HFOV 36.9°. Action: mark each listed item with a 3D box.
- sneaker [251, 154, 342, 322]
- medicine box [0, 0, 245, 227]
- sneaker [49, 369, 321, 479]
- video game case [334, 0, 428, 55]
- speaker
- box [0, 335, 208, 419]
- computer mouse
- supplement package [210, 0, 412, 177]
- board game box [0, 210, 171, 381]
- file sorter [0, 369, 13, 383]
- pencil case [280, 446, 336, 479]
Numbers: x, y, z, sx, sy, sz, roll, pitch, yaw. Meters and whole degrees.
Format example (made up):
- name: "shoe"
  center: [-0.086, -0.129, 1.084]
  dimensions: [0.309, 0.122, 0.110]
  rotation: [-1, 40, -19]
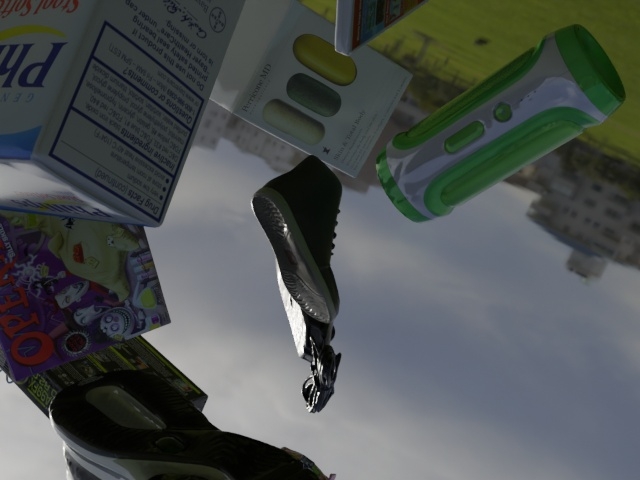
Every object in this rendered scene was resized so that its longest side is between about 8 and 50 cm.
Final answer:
- name: "sneaker"
  center: [0.000, 0.000, 1.311]
  dimensions: [0.083, 0.222, 0.118]
  rotation: [9, -140, 46]
- name: "medicine box"
  center: [-0.235, -0.175, 0.879]
  dimensions: [0.263, 0.289, 0.149]
  rotation: [6, 160, 37]
- name: "sneaker"
  center: [-0.111, 0.321, 0.916]
  dimensions: [0.169, 0.257, 0.447]
  rotation: [-16, -153, -32]
- name: "video game case"
  center: [0.112, -0.384, 1.242]
  dimensions: [0.025, 0.204, 0.285]
  rotation: [26, -135, 25]
- name: "speaker"
  center: [0.215, -0.137, 1.177]
  dimensions: [0.131, 0.296, 0.131]
  rotation: [37, -145, -32]
- name: "box"
  center: [-0.333, 0.194, 1.420]
  dimensions: [0.270, 0.060, 0.216]
  rotation: [36, -158, 28]
- name: "computer mouse"
  center: [-0.007, 0.114, 1.473]
  dimensions: [0.072, 0.188, 0.272]
  rotation: [-9, -118, -13]
- name: "supplement package"
  center: [-0.036, -0.263, 1.569]
  dimensions: [0.263, 0.199, 0.198]
  rotation: [25, -172, -36]
- name: "board game box"
  center: [-0.319, -0.017, 1.142]
  dimensions: [0.208, 0.346, 0.056]
  rotation: [-19, -152, -13]
- name: "file sorter"
  center: [-0.616, 0.207, 1.909]
  dimensions: [0.170, 0.118, 0.104]
  rotation: [43, -163, -39]
- name: "pencil case"
  center: [-0.091, 0.508, 1.704]
  dimensions: [0.124, 0.284, 0.124]
  rotation: [32, 173, 4]
